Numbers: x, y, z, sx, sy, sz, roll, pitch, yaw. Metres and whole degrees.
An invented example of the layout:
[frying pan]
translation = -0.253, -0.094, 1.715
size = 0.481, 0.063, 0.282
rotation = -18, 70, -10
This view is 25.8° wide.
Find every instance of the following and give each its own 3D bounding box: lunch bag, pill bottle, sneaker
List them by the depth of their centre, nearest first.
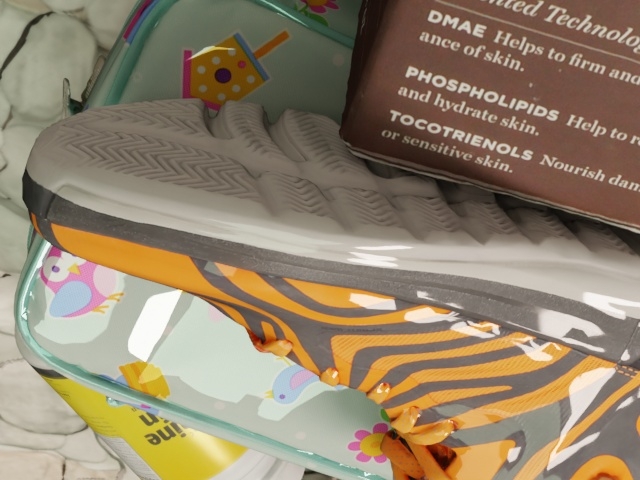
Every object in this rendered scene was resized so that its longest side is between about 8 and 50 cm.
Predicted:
[sneaker]
translation = 0.027, 0.058, 0.570
size = 0.321, 0.124, 0.180
rotation = 13, 113, -13
[lunch bag]
translation = 0.000, 0.000, 0.670
size = 0.279, 0.108, 0.224
rotation = 23, 112, -16
[pill bottle]
translation = -0.084, 0.083, 0.809
size = 0.103, 0.103, 0.184
rotation = -18, 128, 25

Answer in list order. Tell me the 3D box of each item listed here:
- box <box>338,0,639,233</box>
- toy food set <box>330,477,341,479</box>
[box]
translation = 0.119, -0.134, 0.519
size = 0.167, 0.168, 0.203
rotation = 15, 134, -5
[toy food set]
translation = 0.143, 0.203, 0.894
size = 0.306, 0.092, 0.219
rotation = 22, 133, -11
